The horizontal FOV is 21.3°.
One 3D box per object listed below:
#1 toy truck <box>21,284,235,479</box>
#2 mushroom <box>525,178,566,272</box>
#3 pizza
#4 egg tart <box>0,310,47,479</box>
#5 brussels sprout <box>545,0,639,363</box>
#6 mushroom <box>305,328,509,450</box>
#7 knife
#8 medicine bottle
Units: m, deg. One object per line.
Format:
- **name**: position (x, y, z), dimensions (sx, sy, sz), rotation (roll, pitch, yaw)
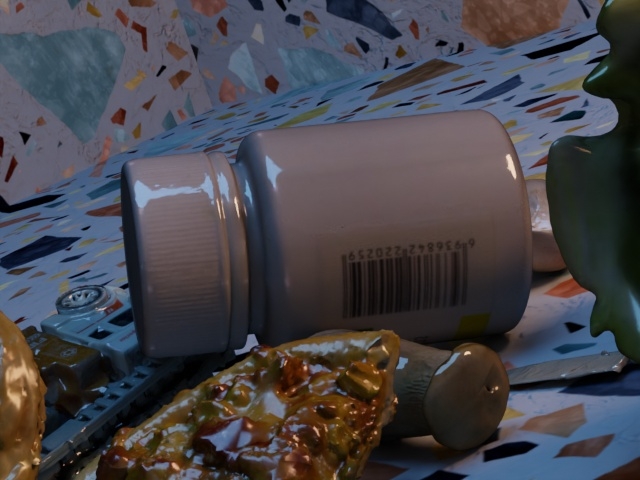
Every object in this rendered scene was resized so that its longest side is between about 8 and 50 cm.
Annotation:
- **toy truck**: position (-0.226, 0.153, 1.562), dimensions (0.184, 0.133, 0.338), rotation (10, 32, 44)
- **mushroom**: position (0.213, -0.013, 1.721), dimensions (0.097, 0.088, 0.212), rotation (-53, 11, -5)
- **pizza**: position (-0.068, 0.172, 1.195), dimensions (0.335, 0.086, 0.226), rotation (-31, 30, -9)
- **egg tart**: position (-0.342, 0.183, 1.360), dimensions (0.341, 0.341, 0.129), rotation (-14, -25, 23)
- **brussels sprout**: position (0.393, -0.055, 1.070), dimensions (0.361, 0.342, 0.425), rotation (6, 0, -34)
- **mushroom**: position (0.044, 0.118, 1.366), dimensions (0.247, 0.108, 0.096), rotation (-5, 51, 58)
- **knife**: position (0.235, 0.096, 1.350), dimensions (0.298, 0.017, 0.047), rotation (-10, 21, 36)
- **medicine bottle**: position (0.000, 0.000, 1.520), dimensions (0.340, 0.208, 0.208), rotation (-6, 10, -10)
